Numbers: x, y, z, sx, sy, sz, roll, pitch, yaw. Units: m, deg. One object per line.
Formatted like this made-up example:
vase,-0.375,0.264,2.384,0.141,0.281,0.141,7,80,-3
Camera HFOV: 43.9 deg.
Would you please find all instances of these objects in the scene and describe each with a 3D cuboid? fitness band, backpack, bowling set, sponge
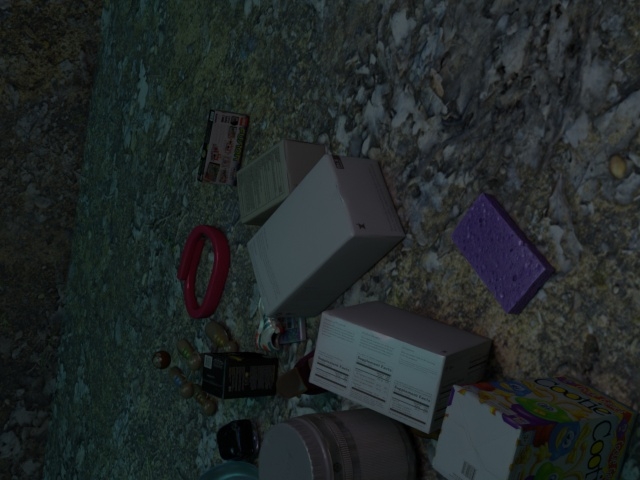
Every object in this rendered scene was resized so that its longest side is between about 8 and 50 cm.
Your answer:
fitness band,-0.352,0.095,2.386,0.209,0.054,0.291,41,120,45
backpack,-0.221,0.539,2.131,0.114,0.084,0.105,-31,61,43
bowling set,-0.370,0.380,2.268,0.154,0.199,0.287,38,121,47
sponge,0.328,0.022,1.459,0.117,0.031,0.210,-60,43,32

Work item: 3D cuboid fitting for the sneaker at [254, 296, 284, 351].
sneaker,-0.119,0.206,2.023,0.075,0.057,0.161,8,92,37

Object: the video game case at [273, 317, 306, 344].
video game case,-0.086,0.184,2.032,0.143,0.019,0.157,-17,73,52

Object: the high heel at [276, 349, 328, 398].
high heel,0.084,0.247,1.753,0.377,0.181,0.127,-23,84,28

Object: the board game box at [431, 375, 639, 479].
board game box,0.332,0.305,1.219,0.144,0.275,0.142,28,109,52

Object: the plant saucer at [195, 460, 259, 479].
plant saucer,-0.250,0.732,2.067,0.317,0.044,0.318,-20,43,20

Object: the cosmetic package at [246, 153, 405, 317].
cosmetic package,0.000,0.000,1.815,0.385,0.156,0.217,-42,55,43

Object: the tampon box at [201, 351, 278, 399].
tampon box,-0.210,0.348,2.067,0.120,0.161,0.102,4,90,53

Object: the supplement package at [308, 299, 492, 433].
supplement package,0.150,0.224,1.482,0.261,0.204,0.145,18,103,33

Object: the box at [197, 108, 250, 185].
box,-0.275,-0.261,2.252,0.036,0.114,0.207,29,110,52

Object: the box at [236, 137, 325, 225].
box,-0.095,-0.139,1.979,0.232,0.126,0.149,-26,66,50

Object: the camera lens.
camera lens,0.040,0.458,1.612,0.219,0.274,0.220,-6,82,54

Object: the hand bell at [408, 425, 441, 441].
hand bell,0.233,0.374,1.524,0.242,0.126,0.126,-174,88,-67
